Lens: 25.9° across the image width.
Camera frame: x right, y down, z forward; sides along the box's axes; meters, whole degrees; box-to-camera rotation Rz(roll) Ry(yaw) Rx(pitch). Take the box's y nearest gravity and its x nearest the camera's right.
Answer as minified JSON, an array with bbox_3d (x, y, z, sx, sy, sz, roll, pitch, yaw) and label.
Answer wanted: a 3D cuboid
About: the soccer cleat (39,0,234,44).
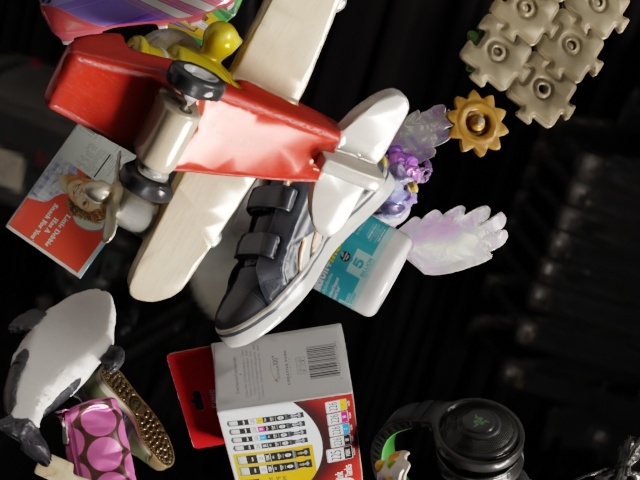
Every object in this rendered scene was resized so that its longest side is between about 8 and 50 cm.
[{"bbox_3d":[-0.207,-0.299,1.634,0.248,0.095,0.083,-12,-144,-1],"label":"soccer cleat"}]

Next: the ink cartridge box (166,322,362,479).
[{"bbox_3d":[-0.081,0.283,2.164,0.272,0.309,0.130,-9,-128,0],"label":"ink cartridge box"}]

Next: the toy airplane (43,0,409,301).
[{"bbox_3d":[-0.101,-0.150,1.545,0.386,0.384,0.272,-34,-130,-16],"label":"toy airplane"}]

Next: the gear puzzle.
[{"bbox_3d":[0.274,-0.240,1.847,0.175,0.339,0.044,37,160,-9],"label":"gear puzzle"}]

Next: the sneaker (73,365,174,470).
[{"bbox_3d":[-0.314,0.288,2.188,0.192,0.086,0.064,56,-153,-8],"label":"sneaker"}]

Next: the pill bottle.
[{"bbox_3d":[0.000,0.000,2.193,0.264,0.146,0.146,28,-158,6],"label":"pill bottle"}]

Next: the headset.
[{"bbox_3d":[0.264,0.330,2.029,0.394,0.243,0.185,-1,-148,39],"label":"headset"}]

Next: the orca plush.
[{"bbox_3d":[-0.331,0.184,1.772,0.151,0.102,0.287,8,-142,-8],"label":"orca plush"}]

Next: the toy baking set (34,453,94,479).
[{"bbox_3d":[-0.290,0.399,1.805,0.197,0.256,0.030,-3,-177,-23],"label":"toy baking set"}]

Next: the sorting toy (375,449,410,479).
[{"bbox_3d":[0.103,0.320,1.842,0.045,0.083,0.075,5,172,-17],"label":"sorting toy"}]

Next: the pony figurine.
[{"bbox_3d":[0.110,-0.058,2.441,0.302,0.351,0.363,66,-166,12],"label":"pony figurine"}]

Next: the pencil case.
[{"bbox_3d":[-0.328,0.341,2.058,0.098,0.095,0.209,5,-117,-54],"label":"pencil case"}]

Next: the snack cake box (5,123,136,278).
[{"bbox_3d":[-0.376,-0.091,2.281,0.152,0.264,0.089,36,-165,-11],"label":"snack cake box"}]

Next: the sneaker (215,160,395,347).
[{"bbox_3d":[-0.046,-0.015,1.733,0.126,0.127,0.321,-6,-142,54],"label":"sneaker"}]

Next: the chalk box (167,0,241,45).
[{"bbox_3d":[-0.245,-0.452,2.083,0.289,0.180,0.179,27,163,-17],"label":"chalk box"}]
